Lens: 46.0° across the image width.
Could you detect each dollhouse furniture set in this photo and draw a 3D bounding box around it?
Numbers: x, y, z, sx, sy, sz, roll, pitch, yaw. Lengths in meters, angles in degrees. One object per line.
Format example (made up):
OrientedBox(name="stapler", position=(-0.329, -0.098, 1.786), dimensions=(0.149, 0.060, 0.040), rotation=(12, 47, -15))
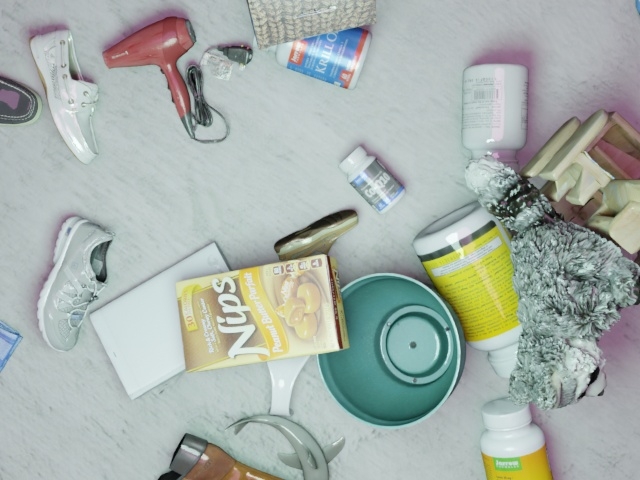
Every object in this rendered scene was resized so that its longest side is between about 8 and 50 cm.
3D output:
OrientedBox(name="dollhouse furniture set", position=(0.586, -0.101, 1.415), dimensions=(0.362, 0.394, 0.256), rotation=(41, 93, -4))

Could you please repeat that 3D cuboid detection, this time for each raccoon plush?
OrientedBox(name="raccoon plush", position=(0.363, 0.100, 1.381), dimensions=(0.446, 0.216, 0.299), rotation=(41, 81, 17))

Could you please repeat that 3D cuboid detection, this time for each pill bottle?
OrientedBox(name="pill bottle", position=(0.413, 0.466, 1.592), dimensions=(0.136, 0.136, 0.245), rotation=(-13, 95, 0))
OrientedBox(name="pill bottle", position=(0.105, -0.126, 1.560), dimensions=(0.078, 0.078, 0.137), rotation=(-44, 95, 3))
OrientedBox(name="pill bottle", position=(0.353, -0.236, 1.529), dimensions=(0.131, 0.131, 0.229), rotation=(0, 95, -1))
OrientedBox(name="pill bottle", position=(0.342, 0.101, 1.531), dimensions=(0.188, 0.188, 0.334), rotation=(-29, 95, 1))
OrientedBox(name="pill bottle", position=(-0.017, -0.393, 1.510), dimensions=(0.221, 0.124, 0.124), rotation=(18, 95, -3))

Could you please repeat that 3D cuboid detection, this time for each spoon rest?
OrientedBox(name="spoon rest", position=(-0.070, 0.243, 1.587), dimensions=(0.137, 0.084, 0.276), rotation=(5, 96, 0))

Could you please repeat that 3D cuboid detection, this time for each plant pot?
OrientedBox(name="plant pot", position=(0.163, 0.213, 1.507), dimensions=(0.293, 0.196, 0.293), rotation=(-2, 86, 26))

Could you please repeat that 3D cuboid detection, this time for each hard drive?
OrientedBox(name="hard drive", position=(-0.304, 0.167, 1.575), dimensions=(0.307, 0.040, 0.203), rotation=(-30, 80, 2))

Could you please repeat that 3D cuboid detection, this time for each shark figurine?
OrientedBox(name="shark figurine", position=(-0.055, 0.440, 1.593), dimensions=(0.166, 0.116, 0.278), rotation=(-44, 97, 1))

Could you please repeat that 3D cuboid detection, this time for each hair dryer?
OrientedBox(name="hair dryer", position=(-0.300, -0.339, 1.530), dimensions=(0.293, 0.080, 0.223), rotation=(21, 95, -3))

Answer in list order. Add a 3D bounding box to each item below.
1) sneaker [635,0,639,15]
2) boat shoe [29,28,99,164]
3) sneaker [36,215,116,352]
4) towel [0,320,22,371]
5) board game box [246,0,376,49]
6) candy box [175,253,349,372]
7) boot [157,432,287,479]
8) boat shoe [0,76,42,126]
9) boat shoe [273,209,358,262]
OrientedBox(name="sneaker", position=(0.681, -0.515, 1.547), dimensions=(0.053, 0.059, 0.144), rotation=(-13, 96, -2))
OrientedBox(name="boat shoe", position=(-0.495, -0.294, 1.521), dimensions=(0.096, 0.098, 0.277), rotation=(-20, 94, 1))
OrientedBox(name="sneaker", position=(-0.494, 0.097, 1.540), dimensions=(0.115, 0.105, 0.281), rotation=(13, 95, 17))
OrientedBox(name="towel", position=(-0.802, 0.207, 1.592), dimensions=(0.285, 0.034, 0.209), rotation=(34, 94, -4))
OrientedBox(name="board game box", position=(-0.042, -0.538, 1.422), dimensions=(0.232, 0.141, 0.291), rotation=(-14, 65, -2))
OrientedBox(name="candy box", position=(-0.115, 0.145, 1.467), dimensions=(0.316, 0.087, 0.183), rotation=(-11, 81, 15))
OrientedBox(name="boot", position=(-0.214, 0.562, 1.604), dimensions=(0.280, 0.096, 0.264), rotation=(29, 102, -8))
OrientedBox(name="boat shoe", position=(-0.711, -0.301, 1.517), dimensions=(0.285, 0.092, 0.103), rotation=(19, 94, -3))
OrientedBox(name="boat shoe", position=(0.000, 0.000, 1.582), dimensions=(0.190, 0.068, 0.072), rotation=(-24, 108, 11))
